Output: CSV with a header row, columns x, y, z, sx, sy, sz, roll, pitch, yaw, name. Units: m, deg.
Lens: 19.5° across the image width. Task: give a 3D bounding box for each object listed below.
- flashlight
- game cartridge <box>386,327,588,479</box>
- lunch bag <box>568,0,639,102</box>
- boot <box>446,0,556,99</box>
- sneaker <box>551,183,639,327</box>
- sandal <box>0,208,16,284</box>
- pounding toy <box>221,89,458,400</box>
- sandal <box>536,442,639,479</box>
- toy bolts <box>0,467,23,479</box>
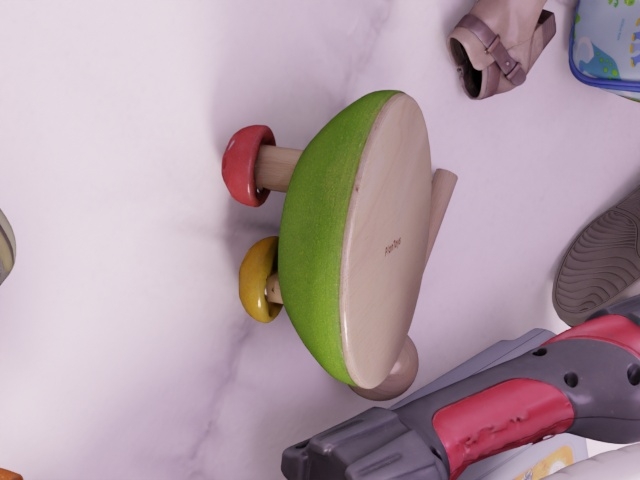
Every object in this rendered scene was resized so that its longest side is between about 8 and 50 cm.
x,y,z,sx,sy,sz,roll,pitch,yaw,name
0.130,0.124,1.232,0.304,0.103,0.103,-20,81,-35,flashlight
0.121,0.235,1.353,0.198,0.062,0.297,-30,119,-38,game cartridge
0.273,-0.200,1.302,0.090,0.176,0.219,13,92,-43,lunch bag
0.120,-0.157,1.268,0.087,0.042,0.118,-37,122,-27,boot
0.269,0.018,1.413,0.222,0.083,0.118,-43,130,-23,sneaker
-0.249,-0.092,0.926,0.303,0.120,0.086,62,32,-34,sandal
0.000,0.000,1.176,0.237,0.110,0.183,45,55,-69,pounding toy
0.064,0.247,1.170,0.416,0.169,0.102,-22,75,-16,sandal
-0.212,0.249,1.040,0.218,0.158,0.228,96,17,-67,toy bolts
